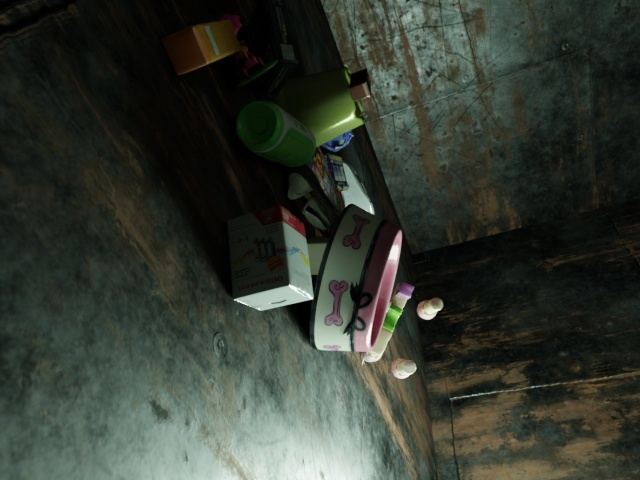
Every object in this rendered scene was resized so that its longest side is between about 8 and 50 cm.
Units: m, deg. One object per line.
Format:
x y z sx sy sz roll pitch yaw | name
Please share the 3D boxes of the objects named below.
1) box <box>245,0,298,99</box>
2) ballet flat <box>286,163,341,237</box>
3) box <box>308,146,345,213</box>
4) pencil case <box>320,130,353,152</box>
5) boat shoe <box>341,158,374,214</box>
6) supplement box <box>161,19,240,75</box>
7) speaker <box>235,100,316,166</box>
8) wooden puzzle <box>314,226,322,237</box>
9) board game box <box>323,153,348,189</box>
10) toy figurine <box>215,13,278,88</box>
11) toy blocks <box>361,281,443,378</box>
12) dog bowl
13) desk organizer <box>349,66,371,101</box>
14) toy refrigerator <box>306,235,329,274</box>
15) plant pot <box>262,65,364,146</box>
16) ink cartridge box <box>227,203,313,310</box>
-0.140 -0.540 1.335 0.059 0.183 0.232 -3 74 -29 | box
-0.030 -0.127 1.412 0.096 0.095 0.280 -34 85 -41 | ballet flat
0.011 -0.178 1.699 0.200 0.057 0.293 -84 153 -51 | box
0.047 -0.388 1.766 0.306 0.133 0.119 -95 -161 -82 | pencil case
0.151 -0.206 2.074 0.335 0.121 0.119 67 22 -19 | boat shoe
-0.246 -0.418 1.030 0.233 0.078 0.080 -74 145 -60 | supplement box
-0.107 -0.270 1.257 0.296 0.131 0.131 0 75 -73 | speaker
0.000 0.000 1.581 0.078 0.014 0.116 46 33 -59 | wooden puzzle
0.051 -0.263 1.896 0.170 0.048 0.141 -12 89 -70 | board game box
-0.205 -0.486 1.207 0.159 0.130 0.173 57 0 -24 | toy figurine
0.203 0.270 1.617 0.288 0.309 0.260 -61 175 -16 | toy blocks
0.108 0.114 1.297 0.408 0.151 0.407 14 90 -76 | dog bowl
0.117 -0.456 1.407 0.130 0.050 0.047 -82 152 -53 | desk organizer
0.011 0.041 1.396 0.269 0.102 0.094 -18 106 -74 | toy refrigerator
-0.008 -0.410 1.497 0.276 0.254 0.276 -16 90 -74 | plant pot
-0.103 0.041 0.996 0.127 0.128 0.176 40 37 -62 | ink cartridge box
